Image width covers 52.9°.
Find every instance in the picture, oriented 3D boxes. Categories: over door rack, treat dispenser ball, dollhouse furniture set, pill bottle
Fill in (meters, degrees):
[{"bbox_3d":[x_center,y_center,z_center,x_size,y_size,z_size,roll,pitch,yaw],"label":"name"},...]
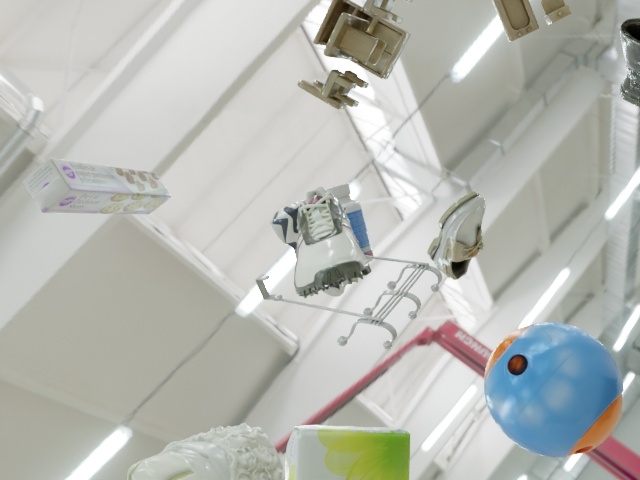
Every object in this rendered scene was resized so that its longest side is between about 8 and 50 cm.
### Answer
[{"bbox_3d":[0.065,0.106,1.378,0.239,0.324,0.108,-41,-40,-45],"label":"over door rack"},{"bbox_3d":[0.504,0.322,1.401,0.288,0.288,0.288,-30,-41,-30],"label":"treat dispenser ball"},{"bbox_3d":[0.046,-0.373,1.158,0.212,0.161,0.242,-62,-11,21],"label":"dollhouse furniture set"},{"bbox_3d":[0.358,-0.422,1.030,0.151,0.144,0.123,-24,9,11],"label":"dollhouse furniture set"},{"bbox_3d":[0.061,-0.040,1.745,0.124,0.124,0.221,-19,-82,-40],"label":"pill bottle"}]

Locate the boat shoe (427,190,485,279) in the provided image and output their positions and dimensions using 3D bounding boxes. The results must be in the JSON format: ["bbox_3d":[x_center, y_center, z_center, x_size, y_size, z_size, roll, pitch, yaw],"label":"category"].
[{"bbox_3d":[0.339,-0.006,1.520,0.113,0.103,0.302,-27,-23,-13],"label":"boat shoe"}]

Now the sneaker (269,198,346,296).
[{"bbox_3d":[0.016,0.000,1.402,0.153,0.235,0.094,-36,5,9],"label":"sneaker"}]

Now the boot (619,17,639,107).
[{"bbox_3d":[0.652,-0.318,1.215,0.076,0.190,0.208,-55,-28,-13],"label":"boot"}]

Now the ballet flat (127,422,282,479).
[{"bbox_3d":[-0.181,0.298,0.621,0.409,0.147,0.147,-39,-35,-42],"label":"ballet flat"}]

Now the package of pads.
[{"bbox_3d":[0.045,0.498,1.195,0.101,0.229,0.296,131,142,-75],"label":"package of pads"}]

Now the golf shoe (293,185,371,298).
[{"bbox_3d":[0.000,0.000,0.897,0.105,0.273,0.120,-19,-79,2],"label":"golf shoe"}]

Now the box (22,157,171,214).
[{"bbox_3d":[-0.370,-0.087,1.114,0.067,0.063,0.324,-37,-7,12],"label":"box"}]
